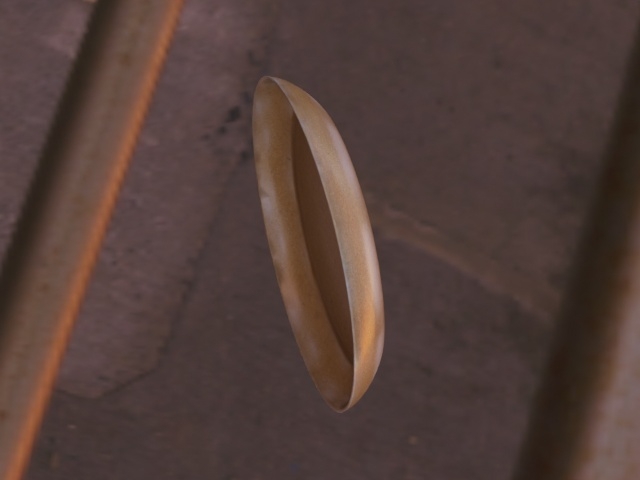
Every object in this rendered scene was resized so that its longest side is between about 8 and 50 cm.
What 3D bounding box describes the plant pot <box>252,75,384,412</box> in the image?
[{"bbox_3d":[0.000,0.000,1.278,0.032,0.236,0.236,-13,96,-13],"label":"plant pot"}]
